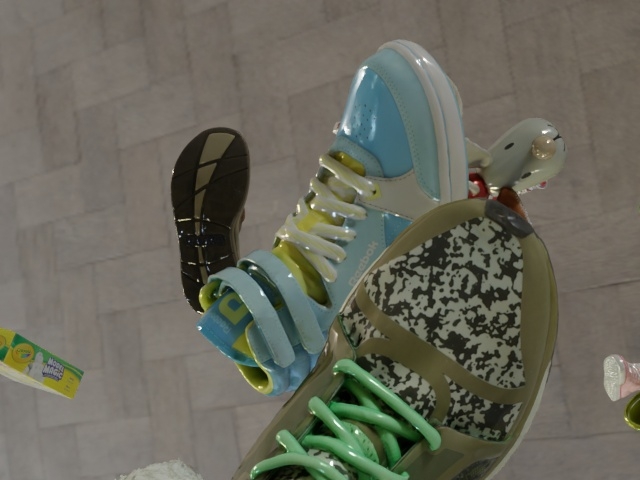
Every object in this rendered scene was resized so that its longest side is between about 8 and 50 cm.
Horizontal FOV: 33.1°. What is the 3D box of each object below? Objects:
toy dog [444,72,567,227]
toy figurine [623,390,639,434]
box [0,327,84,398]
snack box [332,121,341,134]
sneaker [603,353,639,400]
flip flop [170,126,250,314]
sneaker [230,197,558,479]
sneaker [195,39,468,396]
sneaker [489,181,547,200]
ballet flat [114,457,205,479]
[{"bbox_3d":[0.121,-0.025,1.136,0.220,0.161,0.333,34,85,-6],"label":"toy dog"},{"bbox_3d":[0.646,0.285,1.725,0.191,0.363,0.217,34,145,38],"label":"toy figurine"},{"bbox_3d":[-0.380,0.139,1.310,0.105,0.179,0.043,12,73,25],"label":"box"},{"bbox_3d":[0.094,-0.170,1.675,0.178,0.064,0.022,1,69,58],"label":"snack box"},{"bbox_3d":[0.512,0.218,1.791,0.070,0.134,0.051,-21,56,-2],"label":"sneaker"},{"bbox_3d":[-0.150,-0.028,1.540,0.112,0.080,0.277,2,108,6],"label":"flip flop"},{"bbox_3d":[0.010,0.156,0.671,0.158,0.182,0.410,34,97,12],"label":"sneaker"},{"bbox_3d":[0.000,0.000,0.882,0.127,0.208,0.318,37,132,46],"label":"sneaker"},{"bbox_3d":[0.300,-0.075,1.637,0.067,0.042,0.118,33,109,31],"label":"sneaker"},{"bbox_3d":[-0.066,0.390,1.204,0.409,0.147,0.147,42,111,15],"label":"ballet flat"}]
